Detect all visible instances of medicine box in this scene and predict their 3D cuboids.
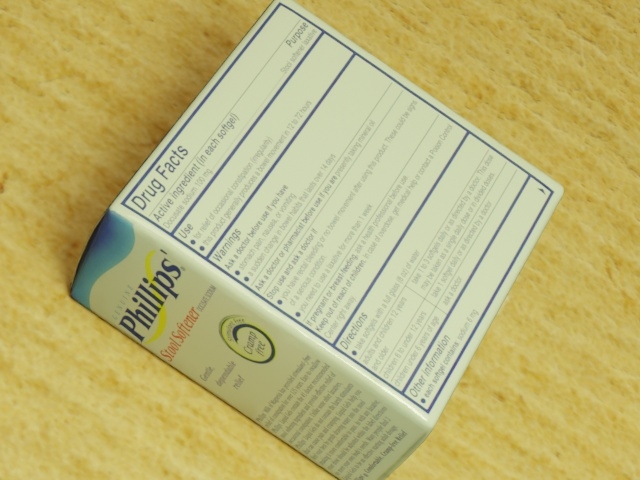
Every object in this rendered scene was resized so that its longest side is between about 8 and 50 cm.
[{"bbox_3d":[0.000,0.000,1.328,0.289,0.149,0.263,34,54,0],"label":"medicine box"}]
